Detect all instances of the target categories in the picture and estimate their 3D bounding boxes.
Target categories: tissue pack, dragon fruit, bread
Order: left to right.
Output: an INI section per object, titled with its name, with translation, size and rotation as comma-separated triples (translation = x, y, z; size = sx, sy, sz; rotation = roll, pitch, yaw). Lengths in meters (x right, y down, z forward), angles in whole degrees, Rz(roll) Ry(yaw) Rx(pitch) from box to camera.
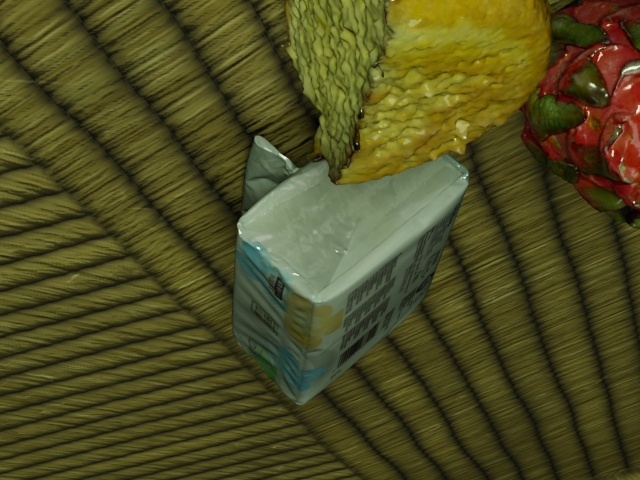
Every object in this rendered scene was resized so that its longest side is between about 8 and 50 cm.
[tissue pack]
translation = 0.000, 0.000, 1.241
size = 0.159, 0.145, 0.229
rotation = -40, 165, -18
[bread]
translation = 0.059, -0.128, 0.922
size = 0.139, 0.143, 0.229
rotation = -6, 159, -12
[dragon fruit]
translation = 0.206, -0.096, 1.065
size = 0.166, 0.172, 0.160
rotation = 11, 109, -30
